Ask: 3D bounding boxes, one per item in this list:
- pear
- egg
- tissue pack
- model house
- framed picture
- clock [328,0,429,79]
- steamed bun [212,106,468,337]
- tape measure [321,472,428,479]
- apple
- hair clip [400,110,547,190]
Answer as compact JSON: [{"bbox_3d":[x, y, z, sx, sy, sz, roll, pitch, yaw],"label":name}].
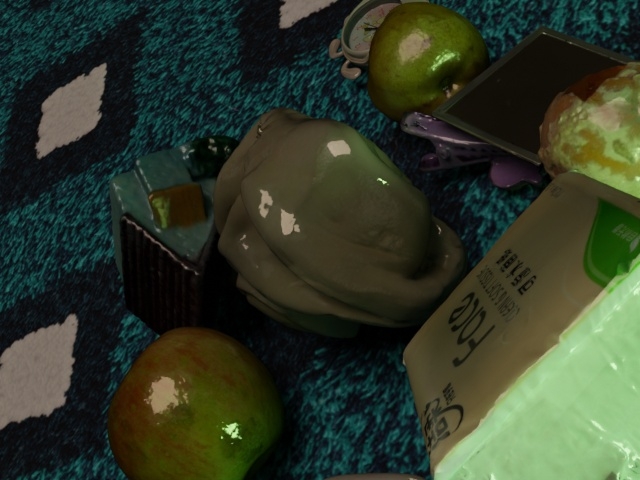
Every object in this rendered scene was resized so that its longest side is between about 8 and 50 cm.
[{"bbox_3d":[0.164,-0.266,1.575,0.200,0.200,0.200,-21,49,26],"label":"pear"},{"bbox_3d":[0.390,-0.127,1.286,0.233,0.195,0.195,-5,55,14],"label":"egg"},{"bbox_3d":[0.262,0.111,1.060,0.332,0.205,0.405,-50,5,7],"label":"tissue pack"},{"bbox_3d":[-0.183,0.030,1.575,0.230,0.280,0.248,-18,59,-18],"label":"model house"},{"bbox_3d":[0.311,-0.209,1.459,0.252,0.014,0.197,-39,49,-22],"label":"framed picture"},{"bbox_3d":[0.104,-0.358,1.775,0.191,0.062,0.151,-38,44,11],"label":"clock"},{"bbox_3d":[0.000,0.000,1.402,0.255,0.342,0.368,-49,28,-3],"label":"steamed bun"},{"bbox_3d":[0.040,0.409,1.219,0.258,0.130,0.265,-22,48,27],"label":"tape measure"},{"bbox_3d":[-0.168,0.251,1.445,0.226,0.246,0.246,25,75,14],"label":"apple"},{"bbox_3d":[0.255,-0.138,1.480,0.278,0.090,0.137,11,52,25],"label":"hair clip"}]
